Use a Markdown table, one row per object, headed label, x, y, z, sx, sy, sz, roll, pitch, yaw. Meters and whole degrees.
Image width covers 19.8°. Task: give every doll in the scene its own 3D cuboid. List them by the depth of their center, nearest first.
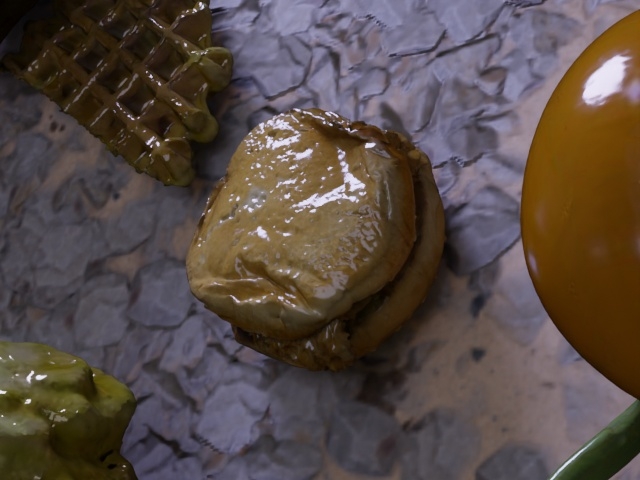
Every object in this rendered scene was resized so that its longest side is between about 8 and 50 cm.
| label | x | y | z | sx | sy | sz | roll | pitch | yaw |
| --- | --- | --- | --- | --- | --- | --- | --- | --- | --- |
| doll | 0.181 | 0.007 | 0.842 | 0.213 | 0.213 | 0.236 | 59 | 144 | 38 |

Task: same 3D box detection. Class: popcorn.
| label | x | y | z | sx | sy | sz | roll | pitch | yaw |
| --- | --- | --- | --- | --- | --- | --- | --- | --- | --- |
| popcorn | -0.202 | 0.166 | 1.011 | 0.266 | 0.192 | 0.233 | 1 | 74 | 54 |

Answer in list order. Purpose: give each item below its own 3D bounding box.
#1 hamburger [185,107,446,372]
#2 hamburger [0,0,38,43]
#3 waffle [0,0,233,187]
| label | x | y | z | sx | sy | sz | roll | pitch | yaw |
| --- | --- | --- | --- | --- | --- | --- | --- | --- | --- |
| hamburger | 0.000 | 0.000 | 1.027 | 0.138 | 0.083 | 0.147 | 12 | 73 | 42 |
| hamburger | -0.220 | -0.203 | 1.242 | 0.206 | 0.130 | 0.183 | -35 | 14 | -2 |
| waffle | -0.136 | -0.104 | 1.195 | 0.192 | 0.046 | 0.160 | -4 | 65 | 34 |
